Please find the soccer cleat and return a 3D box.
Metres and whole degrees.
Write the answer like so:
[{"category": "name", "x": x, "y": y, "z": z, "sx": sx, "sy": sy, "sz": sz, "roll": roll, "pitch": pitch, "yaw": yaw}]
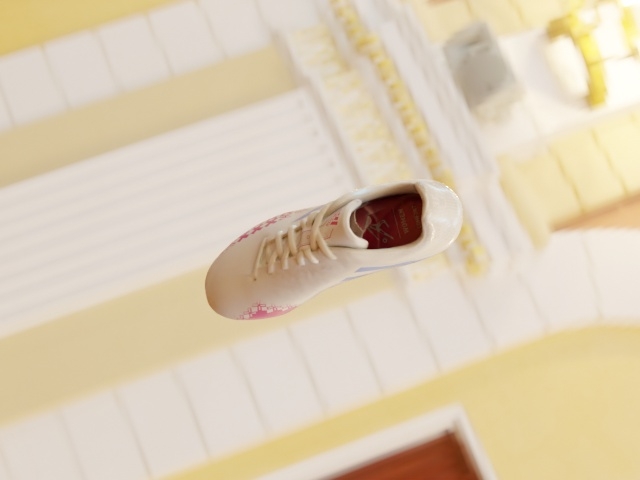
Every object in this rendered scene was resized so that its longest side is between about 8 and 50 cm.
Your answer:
[{"category": "soccer cleat", "x": 0.000, "y": 0.000, "z": 1.911, "sx": 0.143, "sy": 0.331, "sz": 0.116, "roll": 25, "pitch": 47, "yaw": -69}]
